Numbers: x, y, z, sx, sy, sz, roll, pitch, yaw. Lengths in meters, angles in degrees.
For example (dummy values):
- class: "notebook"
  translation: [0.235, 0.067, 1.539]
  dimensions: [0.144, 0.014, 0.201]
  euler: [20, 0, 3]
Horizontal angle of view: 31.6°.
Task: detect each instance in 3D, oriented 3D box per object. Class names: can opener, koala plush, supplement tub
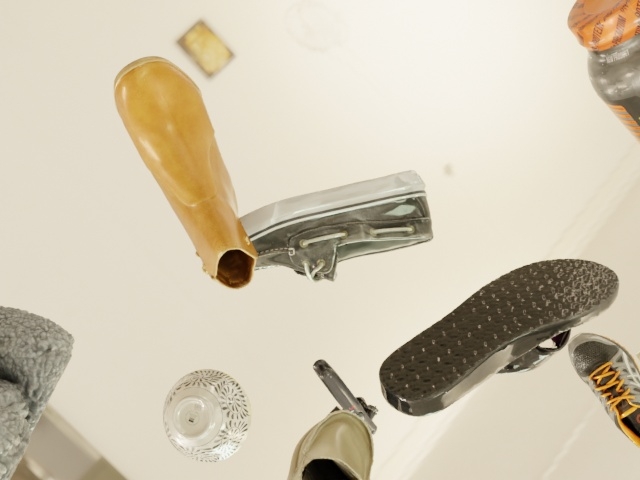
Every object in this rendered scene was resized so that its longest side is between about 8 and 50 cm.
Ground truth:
- class: "can opener"
  translation: [0.038, 0.247, 1.738]
  dimensions: [0.073, 0.186, 0.059]
  euler: [-41, -134, -13]
- class: "koala plush"
  translation: [-0.322, 0.128, 0.784]
  dimensions: [0.203, 0.221, 0.196]
  euler: [-59, -170, 19]
- class: "supplement tub"
  translation: [0.437, -0.165, 1.237]
  dimensions: [0.207, 0.338, 0.207]
  euler: [-40, -162, 16]

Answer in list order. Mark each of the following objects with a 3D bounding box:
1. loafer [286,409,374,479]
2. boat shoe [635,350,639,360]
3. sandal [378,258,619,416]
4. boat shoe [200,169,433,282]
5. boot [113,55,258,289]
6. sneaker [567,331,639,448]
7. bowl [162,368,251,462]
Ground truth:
- class: "loafer"
  translation: [0.013, 0.283, 1.326]
  dimensions: [0.092, 0.102, 0.268]
  euler: [-43, -174, 32]
- class: "boat shoe"
  translation: [0.319, 0.122, 0.990]
  dimensions: [0.042, 0.133, 0.049]
  euler: [-39, -135, 9]
- class: "sandal"
  translation: [0.290, 0.160, 1.843]
  dimensions: [0.446, 0.107, 0.167]
  euler: [-27, -140, -17]
- class: "boat shoe"
  translation: [0.000, 0.000, 1.579]
  dimensions: [0.335, 0.119, 0.121]
  euler: [-18, 167, -2]
- class: "boot"
  translation: [-0.152, -0.074, 1.403]
  dimensions: [0.104, 0.211, 0.295]
  euler: [-26, 149, -2]
- class: "sneaker"
  translation: [0.452, 0.228, 1.702]
  dimensions: [0.084, 0.215, 0.083]
  euler: [-44, 172, 22]
- class: "bowl"
  translation: [-0.214, 0.313, 2.008]
  dimensions: [0.170, 0.170, 0.080]
  euler: [-43, 166, 7]
